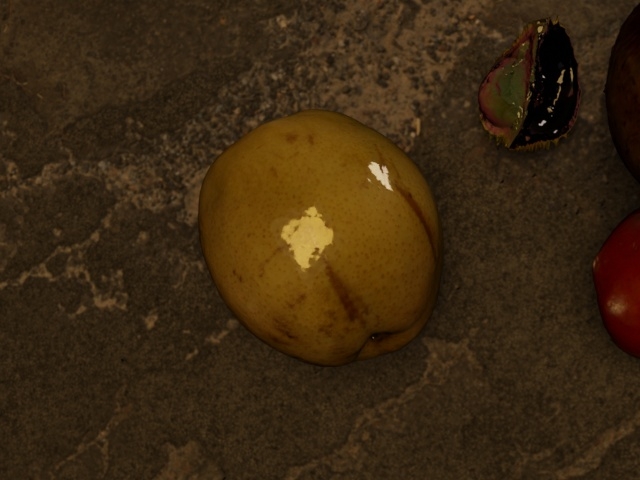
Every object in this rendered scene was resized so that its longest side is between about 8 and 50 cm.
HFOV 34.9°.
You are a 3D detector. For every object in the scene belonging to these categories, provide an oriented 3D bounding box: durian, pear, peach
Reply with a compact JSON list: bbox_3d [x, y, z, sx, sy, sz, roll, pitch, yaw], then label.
[{"bbox_3d":[0.261,-0.189,1.307,0.108,0.119,0.186,4,79,50],"label":"durian"},{"bbox_3d":[0.000,0.000,1.231,0.314,0.314,0.314,-1,84,12],"label":"pear"},{"bbox_3d":[0.436,0.045,1.182,0.226,0.190,0.196,-15,73,17],"label":"peach"}]

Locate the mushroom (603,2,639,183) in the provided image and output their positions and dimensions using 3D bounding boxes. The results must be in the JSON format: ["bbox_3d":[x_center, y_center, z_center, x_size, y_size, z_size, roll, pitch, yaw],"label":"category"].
[{"bbox_3d":[0.493,-0.145,1.095,0.331,0.356,0.334,-47,108,-24],"label":"mushroom"}]
